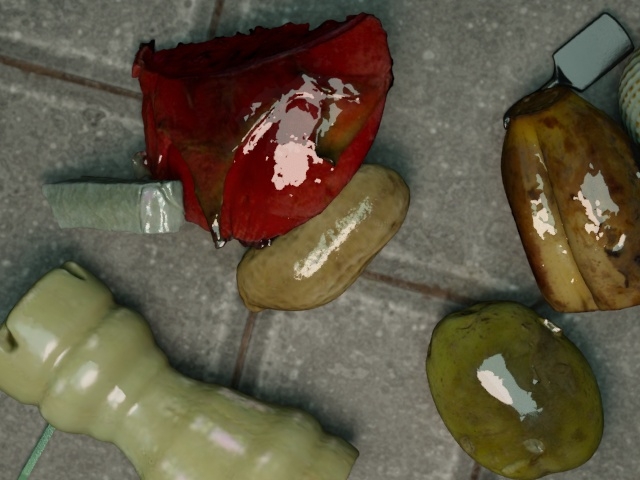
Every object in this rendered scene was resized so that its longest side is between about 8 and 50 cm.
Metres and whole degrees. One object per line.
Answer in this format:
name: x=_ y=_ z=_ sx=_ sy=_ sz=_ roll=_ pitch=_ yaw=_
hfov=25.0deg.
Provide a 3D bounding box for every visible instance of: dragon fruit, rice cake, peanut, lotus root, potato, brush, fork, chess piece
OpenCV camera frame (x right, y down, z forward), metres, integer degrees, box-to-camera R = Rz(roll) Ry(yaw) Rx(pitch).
dragon fruit: x=-0.080 y=-0.131 z=1.720 sx=0.343 sy=0.100 sz=0.282 roll=-7 pitch=87 yaw=20
rice cake: x=-0.249 y=-0.043 z=1.765 sx=0.206 sy=0.063 sz=0.069 roll=1 pitch=102 yaw=39
peanut: x=0.000 y=0.000 z=1.781 sx=0.253 sy=0.122 sz=0.137 roll=-48 pitch=54 yaw=5
lotus root: x=0.318 y=-0.045 z=1.736 sx=0.193 sy=0.193 sz=0.291 roll=-19 pitch=94 yaw=3
potato: x=0.240 y=0.184 z=1.775 sx=0.197 sy=0.148 sz=0.228 roll=-18 pitch=91 yaw=-12
brush: x=0.303 y=-0.205 z=1.808 sx=0.193 sy=0.016 sz=0.063 roll=-39 pitch=92 yaw=3
fork: x=-0.370 y=0.287 z=1.859 sx=0.039 sy=0.021 sz=0.235 roll=30 pitch=93 yaw=-5
chess piece: x=-0.193 y=0.221 z=1.754 sx=0.442 sy=0.234 sz=0.234 roll=37 pitch=94 yaw=2

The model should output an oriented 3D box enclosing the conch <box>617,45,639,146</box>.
conch: x=0.429 y=-0.157 z=1.748 sx=0.172 sy=0.131 sz=0.200 roll=38 pitch=75 yaw=-35
